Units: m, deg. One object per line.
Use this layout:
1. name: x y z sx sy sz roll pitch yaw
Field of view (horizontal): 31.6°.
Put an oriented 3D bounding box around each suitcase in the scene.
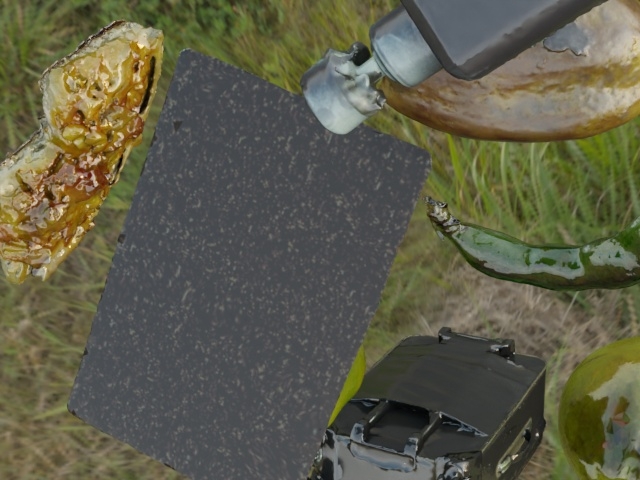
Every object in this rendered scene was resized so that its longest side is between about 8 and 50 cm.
1. suitcase: 0.173 0.294 1.700 0.283 0.434 0.194 9 114 26

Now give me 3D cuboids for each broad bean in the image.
1. broad bean: 0.251 0.002 1.138 0.292 0.144 0.049 0 51 27

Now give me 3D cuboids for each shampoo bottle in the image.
1. shampoo bottle: 0.120 -0.139 0.493 0.309 0.098 0.071 -33 97 24

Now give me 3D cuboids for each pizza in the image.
1. pizza: -0.245 -0.085 1.150 0.085 0.161 0.305 36 100 18

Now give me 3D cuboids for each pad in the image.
1. pad: -0.066 0.041 0.886 0.220 0.004 0.330 26 107 15

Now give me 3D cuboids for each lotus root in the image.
1. lotus root: 0.211 -0.195 1.138 0.291 0.193 0.193 8 81 10

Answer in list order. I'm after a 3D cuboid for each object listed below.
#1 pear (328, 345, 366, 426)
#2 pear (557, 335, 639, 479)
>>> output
1. pear: -0.039 0.162 1.335 0.166 0.216 0.180 21 48 2
2. pear: 0.525 0.289 1.844 0.269 0.269 0.321 29 55 11
